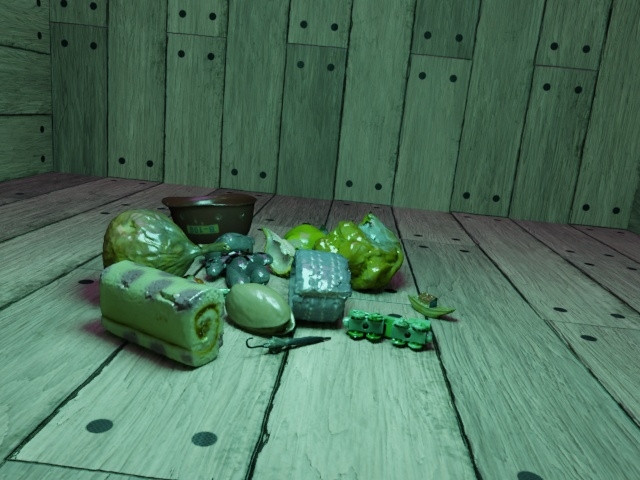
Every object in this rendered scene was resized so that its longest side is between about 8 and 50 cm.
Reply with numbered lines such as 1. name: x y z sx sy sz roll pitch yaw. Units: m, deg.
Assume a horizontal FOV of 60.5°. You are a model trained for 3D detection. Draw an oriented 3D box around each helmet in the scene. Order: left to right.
1. helmet: -0.442 -0.063 2.226 0.385 0.230 0.337 -1 12 7

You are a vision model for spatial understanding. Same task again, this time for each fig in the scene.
1. fig: -0.451 0.048 1.629 0.369 0.286 0.286 1 13 4

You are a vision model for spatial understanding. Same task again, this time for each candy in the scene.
1. candy: -0.305 0.154 1.727 0.288 0.078 0.084 4 43 -21

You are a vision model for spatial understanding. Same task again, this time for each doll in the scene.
1. doll: -0.291 0.058 1.937 0.246 0.158 0.340 -12 22 -18

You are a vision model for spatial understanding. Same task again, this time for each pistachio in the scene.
1. pistachio: -0.170 0.191 1.535 0.226 0.135 0.136 22 20 28

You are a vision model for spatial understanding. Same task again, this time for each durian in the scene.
1. durian: -0.147 0.033 2.023 0.078 0.140 0.224 -11 64 -45

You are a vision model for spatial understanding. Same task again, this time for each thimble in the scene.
1. thimble: -0.005 0.135 1.631 0.172 0.205 0.236 5 13 -5

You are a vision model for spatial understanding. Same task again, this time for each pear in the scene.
1. pear: -0.049 0.025 2.135 0.187 0.187 0.220 15 11 33

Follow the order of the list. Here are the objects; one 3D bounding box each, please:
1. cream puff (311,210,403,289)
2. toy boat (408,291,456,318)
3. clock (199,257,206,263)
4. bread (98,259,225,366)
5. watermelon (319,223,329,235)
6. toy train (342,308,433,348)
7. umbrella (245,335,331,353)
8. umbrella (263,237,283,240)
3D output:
1. cream puff: 0.137 0.070 1.978 0.274 0.270 0.323 50 33 18
2. toy boat: 0.355 0.207 1.770 0.065 0.066 0.172 -3 16 -41
3. clock: -0.422 0.080 2.105 0.083 0.010 0.074 13 15 27
4. bread: -0.399 0.172 1.374 0.338 0.187 0.155 12 18 30
5. watermelon: 0.005 -0.006 2.562 0.101 0.080 0.155 42 15 2
6. toy train: 0.191 0.242 1.546 0.251 0.085 0.119 11 9 13
7. umbrella: -0.079 0.271 1.430 0.269 0.044 0.044 6 -15 -37
8. umbrella: -0.190 -0.002 2.517 0.149 0.022 0.022 4 9 -24
